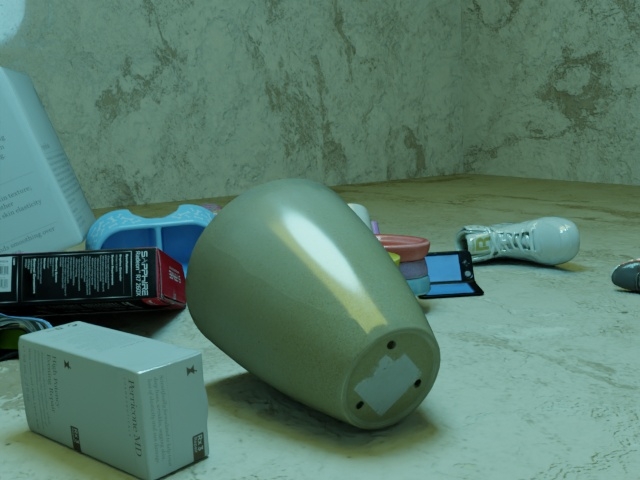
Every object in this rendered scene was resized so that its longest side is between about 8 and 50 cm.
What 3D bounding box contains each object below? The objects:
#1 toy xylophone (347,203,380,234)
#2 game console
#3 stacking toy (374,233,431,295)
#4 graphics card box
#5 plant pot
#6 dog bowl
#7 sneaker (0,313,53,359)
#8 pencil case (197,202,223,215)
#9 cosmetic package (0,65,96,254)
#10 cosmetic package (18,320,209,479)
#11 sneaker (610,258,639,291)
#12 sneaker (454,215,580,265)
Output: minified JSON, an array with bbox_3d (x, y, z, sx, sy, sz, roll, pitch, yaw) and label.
[{"bbox_3d":[-0.035,0.031,1.464,0.323,0.236,0.081,1,-33,0],"label":"toy xylophone"},{"bbox_3d":[0.236,0.063,1.451,0.122,0.107,0.071,-3,-19,-3],"label":"game console"},{"bbox_3d":[0.031,0.070,1.277,0.280,0.130,0.309,3,8,26],"label":"stacking toy"},{"bbox_3d":[-0.434,0.077,1.315,0.371,0.094,0.233,-4,-8,0],"label":"graphics card box"},{"bbox_3d":[0.010,0.094,0.912,0.257,0.256,0.274,-8,28,-29],"label":"plant pot"},{"bbox_3d":[-0.348,0.017,1.647,0.298,0.165,0.074,-6,21,-17],"label":"dog bowl"},{"bbox_3d":[-0.503,0.144,1.171,0.188,0.067,0.078,2,4,8],"label":"sneaker"},{"bbox_3d":[-0.289,-0.029,2.026,0.124,0.124,0.284,-5,9,-13],"label":"pencil case"},{"bbox_3d":[-0.728,-0.130,1.663,0.330,0.393,0.327,-23,12,-6],"label":"cosmetic package"},{"bbox_3d":[-0.227,0.164,0.827,0.231,0.117,0.086,4,12,42],"label":"cosmetic package"},{"bbox_3d":[0.586,0.070,1.341,0.158,0.061,0.065,2,17,31],"label":"sneaker"},{"bbox_3d":[0.403,0.010,1.644,0.169,0.108,0.292,-8,1,-21],"label":"sneaker"}]
